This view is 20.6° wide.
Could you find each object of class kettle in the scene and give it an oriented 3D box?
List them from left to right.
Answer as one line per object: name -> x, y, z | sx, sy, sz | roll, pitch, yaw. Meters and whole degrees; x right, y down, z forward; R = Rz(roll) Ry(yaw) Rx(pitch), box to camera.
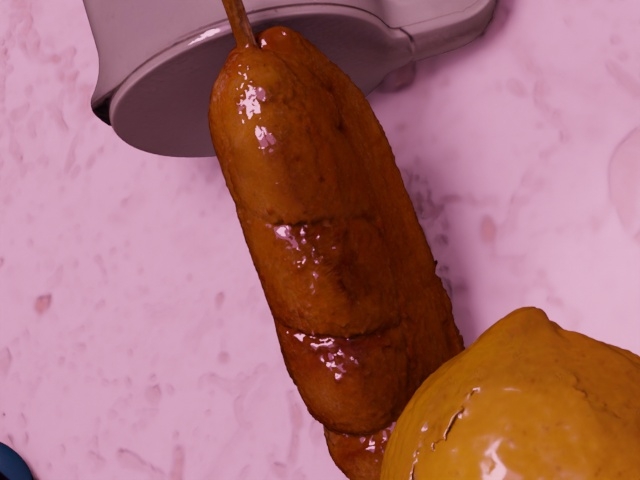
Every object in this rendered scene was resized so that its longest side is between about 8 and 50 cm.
kettle -> -0.058, -0.239, 1.210 | 0.205, 0.265, 0.318 | -42, 58, 49

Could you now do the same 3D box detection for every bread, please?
bread -> 0.002, -0.001, 1.077 | 0.084, 0.124, 0.344 | -12, 108, 35

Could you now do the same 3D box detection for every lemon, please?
lemon -> 0.134, 0.166, 0.989 | 0.204, 0.204, 0.260 | -15, 86, 24

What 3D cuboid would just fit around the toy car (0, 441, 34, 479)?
toy car -> -0.345, 0.181, 1.239 | 0.204, 0.198, 0.248 | -44, 62, 13
